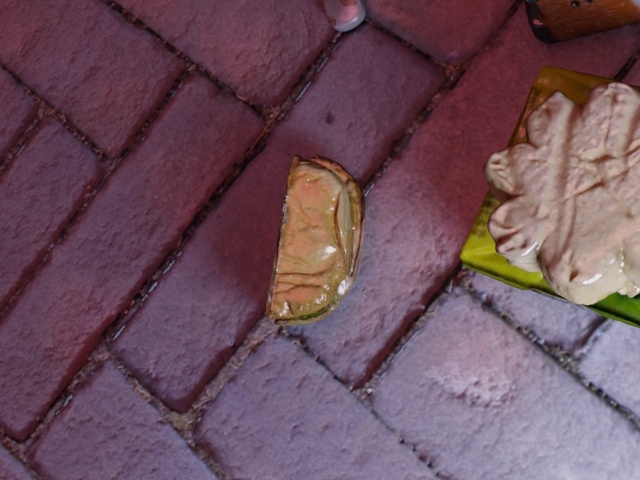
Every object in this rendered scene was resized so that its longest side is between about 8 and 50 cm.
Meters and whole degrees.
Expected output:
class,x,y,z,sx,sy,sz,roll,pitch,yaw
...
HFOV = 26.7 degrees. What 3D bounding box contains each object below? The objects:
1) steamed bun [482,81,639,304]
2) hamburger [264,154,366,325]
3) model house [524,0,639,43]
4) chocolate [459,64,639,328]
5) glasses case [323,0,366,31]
class,x,y,z,sx,sy,sz,roll,pitch,yaw
steamed bun,0.351,-0.045,1.593,0.295,0.137,0.292,-43,54,0
hamburger,0.000,0.000,1.962,0.131,0.124,0.262,6,78,13
model house,0.367,-0.420,1.809,0.271,0.301,0.190,-11,72,26
chocolate,0.375,-0.047,1.744,0.288,0.137,0.301,19,80,34
glasses case,0.032,-0.405,2.144,0.063,0.041,0.164,-22,61,22
